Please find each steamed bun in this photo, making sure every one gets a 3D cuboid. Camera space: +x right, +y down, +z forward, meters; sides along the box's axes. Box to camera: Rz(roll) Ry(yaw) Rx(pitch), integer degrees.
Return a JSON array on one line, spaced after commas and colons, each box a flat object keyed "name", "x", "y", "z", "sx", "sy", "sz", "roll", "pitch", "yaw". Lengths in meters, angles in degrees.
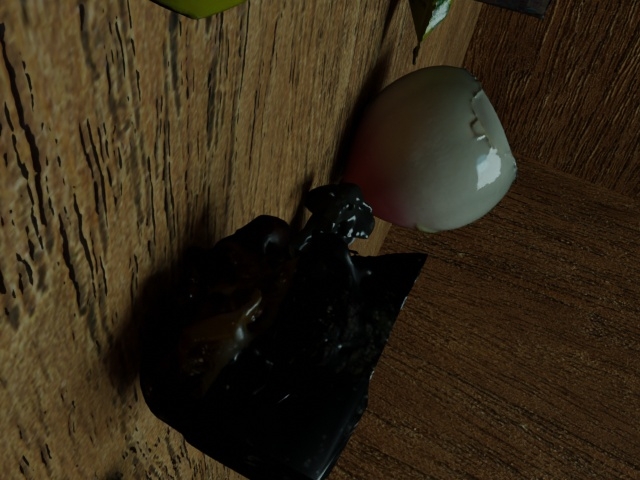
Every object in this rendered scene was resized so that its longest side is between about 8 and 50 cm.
[{"name": "steamed bun", "x": 0.171, "y": -0.145, "z": 1.302, "sx": 0.309, "sy": 0.309, "sz": 0.309, "roll": 23, "pitch": 90, "yaw": -81}]

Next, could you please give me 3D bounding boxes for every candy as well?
[{"name": "candy", "x": 0.193, "y": -0.455, "z": 1.197, "sx": 0.187, "sy": 0.081, "sz": 0.297, "roll": 96, "pitch": 7, "yaw": -58}]

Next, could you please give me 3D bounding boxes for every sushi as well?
[{"name": "sushi", "x": -0.052, "y": 0.096, "z": 0.703, "sx": 0.227, "sy": 0.212, "sz": 0.215, "roll": -60, "pitch": 177, "yaw": -26}]

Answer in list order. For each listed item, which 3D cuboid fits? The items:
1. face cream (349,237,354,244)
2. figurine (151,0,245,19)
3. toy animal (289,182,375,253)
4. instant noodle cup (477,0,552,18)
[{"name": "face cream", "x": 0.070, "y": -0.078, "z": 1.427, "sx": 0.229, "sy": 0.075, "sz": 0.075, "roll": -57, "pitch": 167, "yaw": -50}, {"name": "figurine", "x": 0.020, "y": -0.242, "z": 0.417, "sx": 0.327, "sy": 0.169, "sz": 0.218, "roll": -53, "pitch": 148, "yaw": -67}, {"name": "toy animal", "x": -0.004, "y": -0.004, "z": 1.124, "sx": 0.146, "sy": 0.114, "sz": 0.245, "roll": -51, "pitch": -175, "yaw": -39}, {"name": "instant noodle cup", "x": 0.215, "y": -0.411, "z": 0.931, "sx": 0.243, "sy": 0.231, "sz": 0.243, "roll": 24, "pitch": 90, "yaw": -81}]
